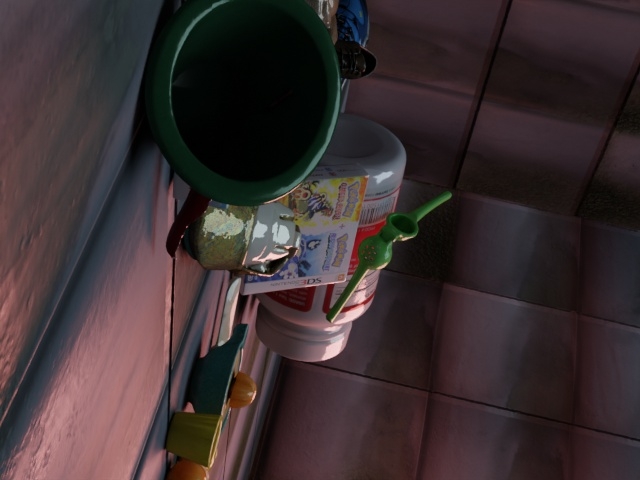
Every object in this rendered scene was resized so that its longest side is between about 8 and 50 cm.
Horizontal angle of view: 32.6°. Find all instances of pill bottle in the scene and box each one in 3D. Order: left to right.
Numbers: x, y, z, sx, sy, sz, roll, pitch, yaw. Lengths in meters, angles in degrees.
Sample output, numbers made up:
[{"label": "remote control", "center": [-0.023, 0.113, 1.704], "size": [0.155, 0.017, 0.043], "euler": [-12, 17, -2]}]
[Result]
[{"label": "pill bottle", "center": [0.000, 0.000, 1.908], "size": [0.229, 0.229, 0.407], "euler": [-73, 176, -59]}]

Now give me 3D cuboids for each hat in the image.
[{"label": "hat", "center": [-0.106, -0.109, 0.938], "size": [0.183, 0.173, 0.208], "euler": [5, -116, 59]}]

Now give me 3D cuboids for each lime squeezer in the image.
[{"label": "lime squeezer", "center": [0.119, 0.008, 1.804], "size": [0.310, 0.059, 0.110], "euler": [-46, 145, -15]}]

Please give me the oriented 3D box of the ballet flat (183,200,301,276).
[{"label": "ballet flat", "center": [-0.081, -0.012, 1.306], "size": [0.348, 0.123, 0.123], "euler": [72, 31, -85]}]

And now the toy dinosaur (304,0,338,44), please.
[{"label": "toy dinosaur", "center": [-0.013, -0.300, 1.354], "size": [0.200, 0.127, 0.295], "euler": [-87, -167, -61]}]

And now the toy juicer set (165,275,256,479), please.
[{"label": "toy juicer set", "center": [-0.139, 0.232, 1.552], "size": [0.329, 0.089, 0.209], "euler": [-75, 177, -52]}]

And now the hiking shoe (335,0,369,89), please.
[{"label": "hiking shoe", "center": [0.027, -0.358, 1.980], "size": [0.132, 0.113, 0.304], "euler": [99, 4, -68]}]

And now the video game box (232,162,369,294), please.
[{"label": "video game box", "center": [-0.032, -0.017, 1.697], "size": [0.048, 0.187, 0.205], "euler": [49, -42, 45]}]

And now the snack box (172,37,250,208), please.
[{"label": "snack box", "center": [-0.073, -0.201, 1.094], "size": [0.322, 0.060, 0.187], "euler": [-74, 177, -51]}]

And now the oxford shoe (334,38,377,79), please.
[{"label": "oxford shoe", "center": [0.022, -0.303, 1.804], "size": [0.227, 0.096, 0.082], "euler": [-16, 112, -57]}]
